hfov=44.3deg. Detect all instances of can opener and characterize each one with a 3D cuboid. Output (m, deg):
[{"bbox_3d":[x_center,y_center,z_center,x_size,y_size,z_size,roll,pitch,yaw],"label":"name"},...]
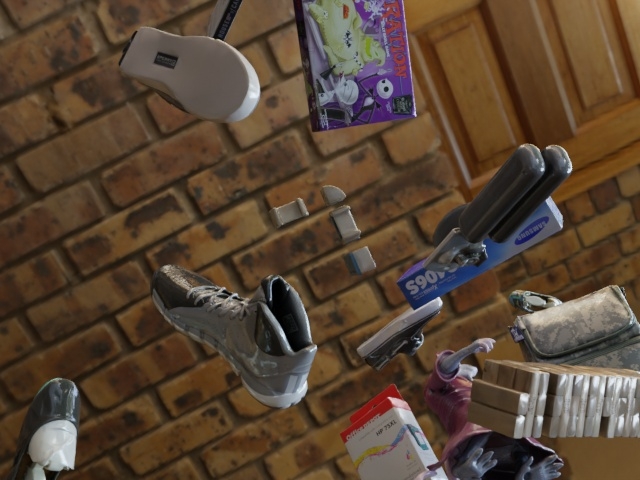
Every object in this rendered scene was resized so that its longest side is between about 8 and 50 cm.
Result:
[{"bbox_3d":[0.211,-0.045,1.015,0.076,0.095,0.283,0,149,-21],"label":"can opener"}]

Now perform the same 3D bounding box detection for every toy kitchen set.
[{"bbox_3d":[0.000,0.000,1.737,0.166,0.207,0.122,-23,178,-5],"label":"toy kitchen set"}]

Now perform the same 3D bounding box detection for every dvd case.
[{"bbox_3d":[-0.178,-0.503,1.604,0.238,0.030,0.179,-57,-158,35],"label":"dvd case"}]

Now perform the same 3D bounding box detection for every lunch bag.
[{"bbox_3d":[0.653,0.270,1.962,0.305,0.256,0.212,-21,157,6],"label":"lunch bag"}]

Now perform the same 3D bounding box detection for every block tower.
[{"bbox_3d":[0.370,0.229,1.131,0.336,0.090,0.097,8,180,-34],"label":"block tower"}]

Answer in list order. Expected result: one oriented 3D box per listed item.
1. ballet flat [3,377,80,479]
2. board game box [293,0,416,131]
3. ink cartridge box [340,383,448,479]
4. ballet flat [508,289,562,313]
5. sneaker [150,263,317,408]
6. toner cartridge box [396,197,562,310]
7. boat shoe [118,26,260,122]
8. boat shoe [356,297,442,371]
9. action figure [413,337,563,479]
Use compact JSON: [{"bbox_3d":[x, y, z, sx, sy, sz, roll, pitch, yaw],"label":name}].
[{"bbox_3d":[-0.439,0.361,1.245,0.096,0.095,0.280,27,-84,46],"label":"ballet flat"},{"bbox_3d":[0.061,-0.389,1.472,0.208,0.346,0.056,-13,-170,-24],"label":"board game box"},{"bbox_3d":[0.131,0.402,1.527,0.134,0.078,0.231,-42,-127,17],"label":"ink cartridge box"},{"bbox_3d":[0.606,0.177,2.154,0.189,0.070,0.070,10,-172,-24],"label":"ballet flat"},{"bbox_3d":[-0.088,0.068,0.865,0.229,0.132,0.086,37,-140,18],"label":"sneaker"},{"bbox_3d":[0.337,0.020,1.661,0.348,0.075,0.165,-32,180,20],"label":"toner cartridge box"},{"bbox_3d":[-0.180,-0.259,1.305,0.341,0.158,0.127,33,-84,40],"label":"boat shoe"},{"bbox_3d":[0.227,0.256,2.101,0.301,0.102,0.108,-41,177,30],"label":"boat shoe"},{"bbox_3d":[0.278,0.340,1.465,0.276,0.248,0.370,-43,-156,2],"label":"action figure"}]
